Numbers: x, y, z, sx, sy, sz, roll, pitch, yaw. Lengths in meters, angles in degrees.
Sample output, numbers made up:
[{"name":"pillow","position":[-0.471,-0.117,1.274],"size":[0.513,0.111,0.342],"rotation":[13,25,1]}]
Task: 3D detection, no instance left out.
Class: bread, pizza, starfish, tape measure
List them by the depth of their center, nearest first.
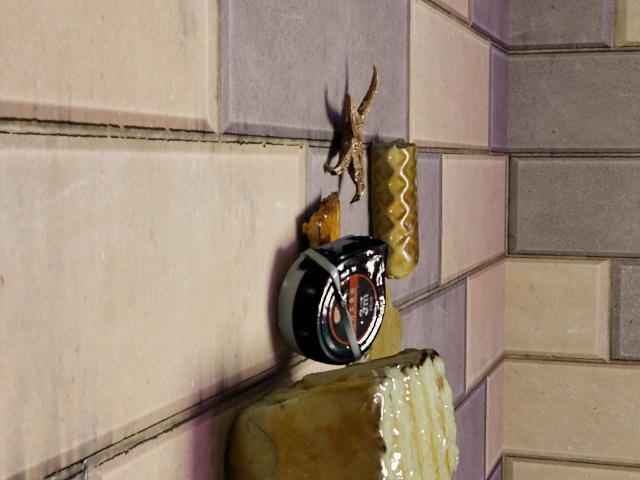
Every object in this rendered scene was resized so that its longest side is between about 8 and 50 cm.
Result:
[{"name":"bread","position":[0.027,0.290,1.516],"size":[0.395,0.264,0.239],"rotation":[-13,91,-71]},{"name":"tape measure","position":[0.018,0.092,1.634],"size":[0.181,0.107,0.182],"rotation":[-10,107,-45]},{"name":"pizza","position":[0.000,0.000,1.717],"size":[0.131,0.041,0.178],"rotation":[33,60,-72]},{"name":"starfish","position":[0.060,-0.180,1.868],"size":[0.213,0.057,0.238],"rotation":[59,40,-71]},{"name":"bread","position":[0.102,0.226,2.017],"size":[0.207,0.056,0.286],"rotation":[52,43,-58]},{"name":"bread","position":[0.140,-0.057,2.065],"size":[0.087,0.098,0.269],"rotation":[-9,104,-29]}]
